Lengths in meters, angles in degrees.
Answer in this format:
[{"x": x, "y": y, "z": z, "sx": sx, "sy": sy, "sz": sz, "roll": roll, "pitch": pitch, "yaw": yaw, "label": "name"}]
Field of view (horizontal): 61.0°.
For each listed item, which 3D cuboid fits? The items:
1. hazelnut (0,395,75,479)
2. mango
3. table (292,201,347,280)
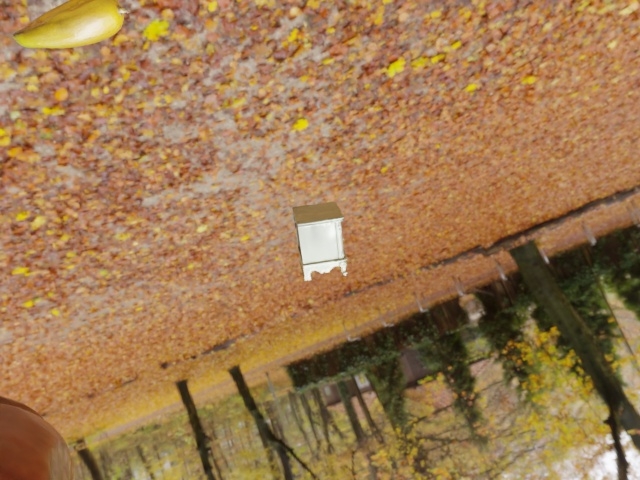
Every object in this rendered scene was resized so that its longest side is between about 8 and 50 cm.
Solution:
[{"x": -0.450, "y": 0.321, "z": 0.596, "sx": 0.316, "sy": 0.372, "sz": 0.372, "roll": -63, "pitch": -178, "yaw": -22, "label": "hazelnut"}, {"x": -0.384, "y": -0.333, "z": 0.838, "sx": 0.187, "sy": 0.101, "sz": 0.066, "roll": -16, "pitch": 129, "yaw": -1, "label": "mango"}, {"x": 0.000, "y": 0.000, "z": 0.735, "sx": 0.062, "sy": 0.083, "sz": 0.079, "roll": -8, "pitch": -160, "yaw": -5, "label": "table"}]
